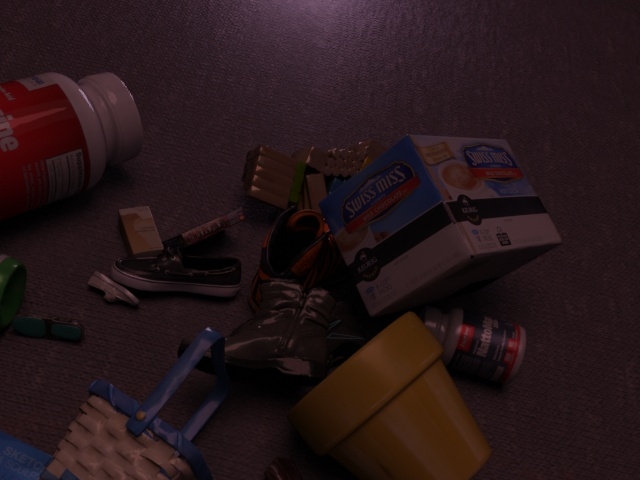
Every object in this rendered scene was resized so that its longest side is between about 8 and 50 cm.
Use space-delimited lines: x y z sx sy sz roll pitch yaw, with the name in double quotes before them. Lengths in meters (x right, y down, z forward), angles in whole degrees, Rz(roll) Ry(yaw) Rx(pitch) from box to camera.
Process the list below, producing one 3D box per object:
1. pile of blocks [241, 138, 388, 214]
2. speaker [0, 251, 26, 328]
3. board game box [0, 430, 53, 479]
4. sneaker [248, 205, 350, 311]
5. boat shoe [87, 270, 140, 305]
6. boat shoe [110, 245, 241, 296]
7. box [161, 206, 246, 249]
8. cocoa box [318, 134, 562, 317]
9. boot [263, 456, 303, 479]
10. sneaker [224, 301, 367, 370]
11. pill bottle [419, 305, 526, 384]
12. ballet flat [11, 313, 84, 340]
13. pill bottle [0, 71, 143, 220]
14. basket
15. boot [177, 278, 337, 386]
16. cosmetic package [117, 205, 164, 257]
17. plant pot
"pile of blocks" -0.009 -0.122 1.693 0.362 0.113 0.149 -7 89 -30
"speaker" -0.632 0.050 1.314 0.297 0.131 0.131 15 45 -1
"board game box" -0.537 0.340 1.101 0.317 0.064 0.242 23 45 7
"sneaker" 0.000 0.000 1.506 0.125 0.180 0.321 32 47 14
"boat shoe" -0.357 0.091 1.423 0.100 0.035 0.035 31 74 9
"boat shoe" -0.248 0.046 1.448 0.229 0.076 0.080 9 23 -9
"box" -0.215 -0.018 1.525 0.137 0.094 0.027 -27 96 -36
"cocoa box" 0.215 -0.032 1.454 0.347 0.231 0.228 -6 66 -50
"boot" -0.061 0.379 1.221 0.106 0.037 0.114 -7 51 -40
"sneaker" -0.040 0.174 1.383 0.267 0.101 0.106 -11 53 -25
"pill bottle" 0.260 0.179 1.460 0.180 0.108 0.108 16 45 0
"ballet flat" -0.442 0.139 1.350 0.114 0.041 0.041 10 45 -7
"pill bottle" -0.538 -0.169 1.481 0.408 0.229 0.229 -26 58 -35
"basket" -0.223 0.273 1.136 0.201 0.254 0.289 28 65 13
"boot" -0.097 0.136 1.310 0.247 0.083 0.161 10 65 -15
"cosmetic package" -0.330 -0.007 1.516 0.060 0.041 0.115 -10 50 -25
"plant pot" 0.118 0.276 1.248 0.254 0.254 0.239 -32 78 -37
